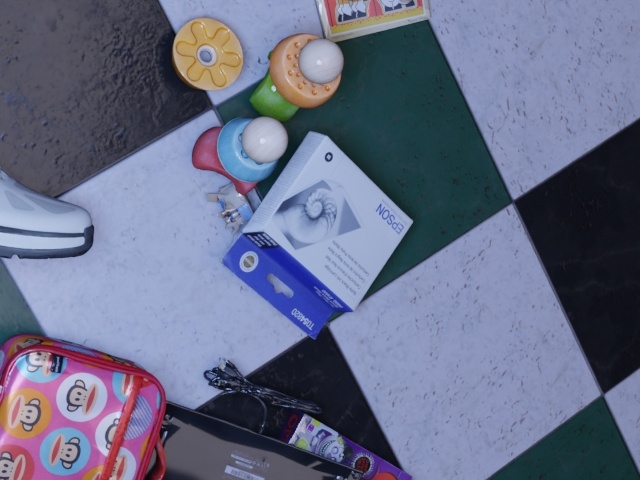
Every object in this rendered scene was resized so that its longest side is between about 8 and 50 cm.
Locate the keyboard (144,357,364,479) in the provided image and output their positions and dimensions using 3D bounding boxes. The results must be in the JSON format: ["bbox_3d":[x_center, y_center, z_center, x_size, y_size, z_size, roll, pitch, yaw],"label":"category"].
[{"bbox_3d":[-0.092,0.284,1.934,0.317,0.033,0.201,22,89,-12],"label":"keyboard"}]

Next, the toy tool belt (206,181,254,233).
[{"bbox_3d":[-0.118,-0.037,1.927,0.051,0.052,0.083,-25,105,7],"label":"toy tool belt"}]

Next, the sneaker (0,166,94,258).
[{"bbox_3d":[-0.468,-0.131,1.693,0.448,0.169,0.257,14,90,-22],"label":"sneaker"}]

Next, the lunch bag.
[{"bbox_3d":[-0.326,0.284,1.818,0.258,0.120,0.293,18,91,-25],"label":"lunch bag"}]

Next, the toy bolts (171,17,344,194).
[{"bbox_3d":[-0.090,-0.192,1.838,0.218,0.158,0.228,25,70,-21],"label":"toy bolts"}]

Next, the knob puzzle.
[{"bbox_3d":[0.067,-0.392,1.987,0.213,0.030,0.213,-2,95,-23],"label":"knob puzzle"}]

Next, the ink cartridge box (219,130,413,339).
[{"bbox_3d":[0.000,0.000,1.950,0.223,0.045,0.224,41,78,-38],"label":"ink cartridge box"}]

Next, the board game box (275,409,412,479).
[{"bbox_3d":[-0.035,0.440,2.000,0.208,0.056,0.346,33,81,-27],"label":"board game box"}]
